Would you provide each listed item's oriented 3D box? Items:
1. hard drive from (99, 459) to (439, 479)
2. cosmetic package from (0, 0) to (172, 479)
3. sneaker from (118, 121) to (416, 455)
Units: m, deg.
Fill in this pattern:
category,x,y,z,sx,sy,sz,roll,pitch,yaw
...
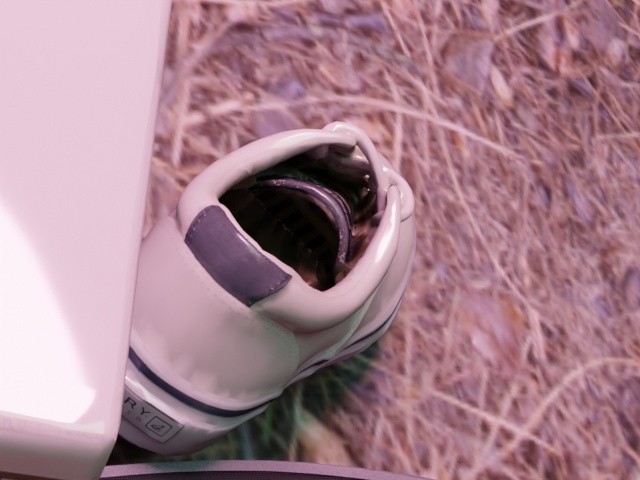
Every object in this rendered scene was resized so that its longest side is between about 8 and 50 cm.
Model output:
category,x,y,z,sx,sy,sz,roll,pitch,yaw
hard drive,-0.010,0.153,0.531,0.255,0.054,0.172,9,53,-36
cosmetic package,-0.157,-0.078,0.478,0.217,0.156,0.385,14,50,-11
sneaker,0.000,0.000,0.602,0.094,0.091,0.258,45,25,-1
